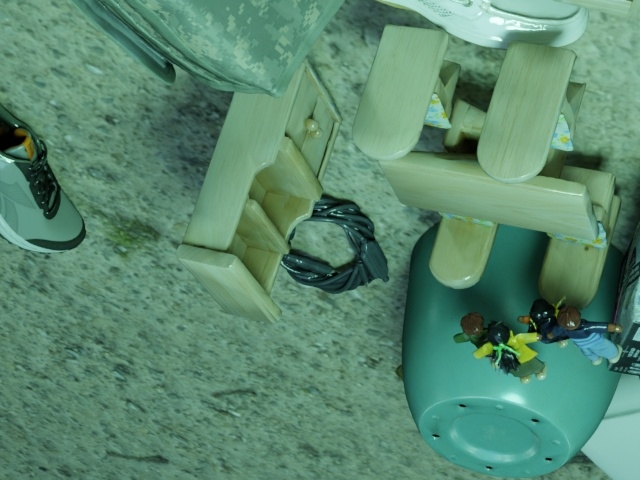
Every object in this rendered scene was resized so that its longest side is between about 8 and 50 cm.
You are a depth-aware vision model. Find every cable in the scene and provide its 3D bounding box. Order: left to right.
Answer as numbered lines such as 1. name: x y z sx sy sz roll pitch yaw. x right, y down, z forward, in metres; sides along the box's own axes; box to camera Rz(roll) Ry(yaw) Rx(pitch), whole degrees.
1. cable: 0.000 0.000 2.184 0.150 0.047 0.184 1 145 29

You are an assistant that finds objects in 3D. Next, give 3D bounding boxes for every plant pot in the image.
1. plant pot: 0.231 0.144 2.117 0.293 0.235 0.293 10 145 7

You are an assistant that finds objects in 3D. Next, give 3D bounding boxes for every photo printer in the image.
1. photo printer: 0.501 0.241 2.253 0.307 0.107 0.256 -17 133 38

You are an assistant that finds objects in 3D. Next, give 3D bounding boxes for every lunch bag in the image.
1. lunch bag: -0.158 -0.272 1.739 0.235 0.169 0.287 42 164 -34

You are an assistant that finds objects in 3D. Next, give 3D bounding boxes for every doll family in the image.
1. doll family: 0.236 0.104 1.897 0.193 0.076 0.111 -20 139 22

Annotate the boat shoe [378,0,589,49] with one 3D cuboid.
1. boat shoe: 0.135 -0.266 1.707 0.277 0.098 0.096 16 146 2

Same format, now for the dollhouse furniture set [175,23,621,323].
1. dollhouse furniture set: 0.086 -0.031 1.841 0.394 0.257 0.362 11 162 21

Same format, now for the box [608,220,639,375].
1. box: 0.413 0.064 1.929 0.163 0.142 0.247 9 164 6

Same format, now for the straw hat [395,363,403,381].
1. straw hat: 0.175 0.163 2.310 0.144 0.144 0.061 14 105 3

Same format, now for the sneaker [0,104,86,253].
1. sneaker: -0.375 -0.079 2.172 0.108 0.100 0.271 -14 135 29

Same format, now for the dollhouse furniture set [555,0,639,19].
1. dollhouse furniture set: 0.319 -0.252 1.626 0.183 0.129 0.129 13 145 4
